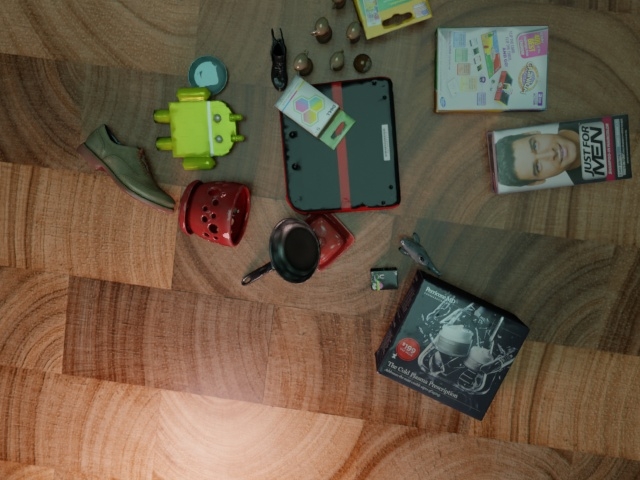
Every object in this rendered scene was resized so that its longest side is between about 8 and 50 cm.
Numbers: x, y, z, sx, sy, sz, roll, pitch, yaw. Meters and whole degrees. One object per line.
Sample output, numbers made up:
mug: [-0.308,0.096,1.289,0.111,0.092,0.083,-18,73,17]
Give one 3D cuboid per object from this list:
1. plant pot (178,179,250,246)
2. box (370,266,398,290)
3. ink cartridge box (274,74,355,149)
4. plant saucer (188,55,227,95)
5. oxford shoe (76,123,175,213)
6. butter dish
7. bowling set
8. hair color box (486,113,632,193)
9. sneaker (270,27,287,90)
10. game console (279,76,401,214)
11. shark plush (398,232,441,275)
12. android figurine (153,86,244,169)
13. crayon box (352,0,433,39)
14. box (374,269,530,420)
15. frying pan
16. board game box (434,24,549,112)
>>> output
plant pot: [-0.316,-0.090,1.873,0.174,0.191,0.191,13,98,7]
box: [0.196,0.117,1.933,0.083,0.052,0.062,-2,99,3]
ink cartridge box: [-0.015,-0.363,1.793,0.209,0.062,0.109,37,96,1]
plant saucer: [-0.339,-0.496,1.904,0.120,0.021,0.119,0,97,4]
oxford shoe: [-0.566,-0.216,1.907,0.348,0.123,0.130,38,93,-3]
butter dish: [0.000,0.000,1.898,0.160,0.118,0.160,-43,93,8]
bowling set: [0.064,-0.568,1.802,0.200,0.154,0.286,26,99,0]
hair color box: [0.685,-0.248,1.825,0.375,0.113,0.185,-7,97,5]
sneaker: [-0.125,-0.530,1.852,0.051,0.089,0.170,2,97,3]
game console: [0.053,-0.274,1.854,0.342,0.060,0.386,-4,94,5]
shark plush: [0.297,0.053,1.911,0.073,0.067,0.161,-33,94,7]
android figurine: [-0.365,-0.337,1.904,0.273,0.056,0.248,1,103,5]
crayon box: [0.178,-0.757,1.807,0.203,0.083,0.322,-17,95,6]
box: [0.382,0.306,1.883,0.343,0.179,0.312,25,97,0]
frying pan: [-0.103,0.076,1.887,0.197,0.053,0.326,47,122,24]
board game box: [0.493,-0.494,1.830,0.317,0.064,0.242,1,97,3]
